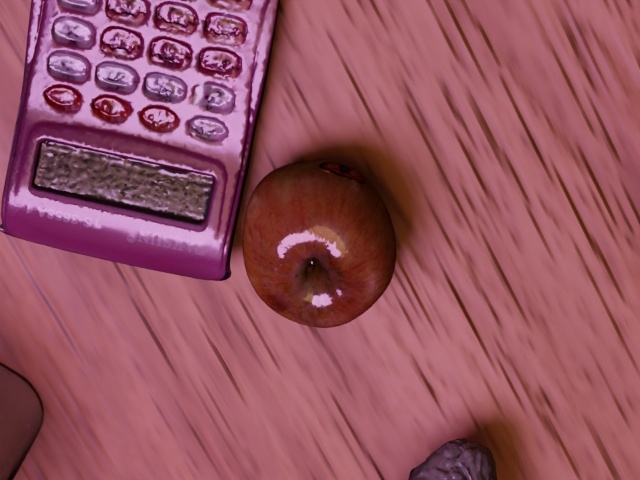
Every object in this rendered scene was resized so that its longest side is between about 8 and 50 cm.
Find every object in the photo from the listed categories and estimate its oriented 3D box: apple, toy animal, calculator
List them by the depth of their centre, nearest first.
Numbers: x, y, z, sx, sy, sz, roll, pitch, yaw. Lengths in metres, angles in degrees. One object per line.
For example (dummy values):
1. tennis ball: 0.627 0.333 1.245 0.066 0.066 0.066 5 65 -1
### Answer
1. apple: 0.000 0.000 0.790 0.084 0.071 0.084 4 118 8
2. calculator: -0.090 -0.079 0.795 0.126 0.034 0.191 13 105 4
3. toy animal: 0.052 0.221 0.856 0.070 0.079 0.253 18 111 24

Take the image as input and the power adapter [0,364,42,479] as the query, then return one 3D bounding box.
1. power adapter: -0.244 0.143 0.803 0.125 0.205 0.130 31 112 -4
